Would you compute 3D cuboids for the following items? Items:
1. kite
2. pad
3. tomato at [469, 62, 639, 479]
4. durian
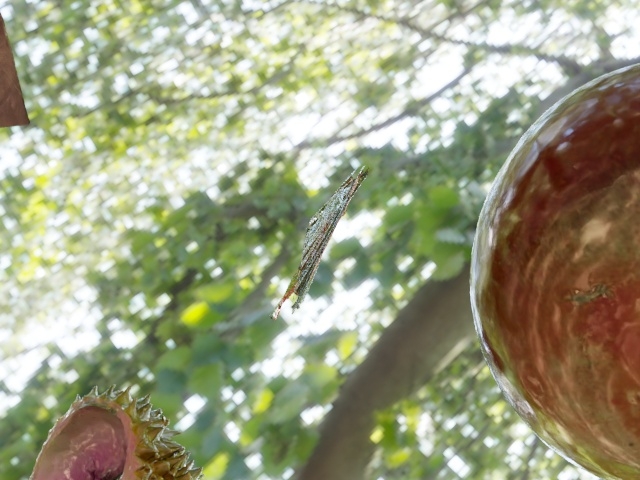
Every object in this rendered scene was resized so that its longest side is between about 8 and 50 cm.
[{"bbox_3d":[0.000,0.000,1.403,0.014,0.241,0.183,29,-74,-9],"label":"kite"},{"bbox_3d":[-0.353,-0.198,1.432,0.113,0.006,0.187,-4,-72,28],"label":"pad"},{"bbox_3d":[0.223,0.015,0.900,0.270,0.222,0.270,-1,-70,-1],"label":"tomato"},{"bbox_3d":[-0.217,0.244,1.454,0.260,0.154,0.186,-29,-103,34],"label":"durian"}]
